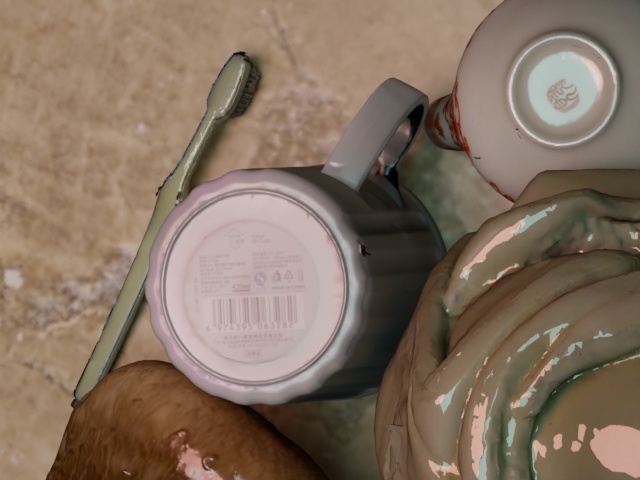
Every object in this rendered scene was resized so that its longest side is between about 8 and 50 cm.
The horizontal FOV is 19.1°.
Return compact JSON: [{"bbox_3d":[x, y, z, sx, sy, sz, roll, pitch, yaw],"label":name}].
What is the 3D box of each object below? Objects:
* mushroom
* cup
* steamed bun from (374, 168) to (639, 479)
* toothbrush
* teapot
[{"bbox_3d":[-0.080,0.211,1.291,0.278,0.146,0.278,22,130,29],"label":"mushroom"},{"bbox_3d":[-0.015,0.003,1.258,0.166,0.202,0.221,0,90,15],"label":"cup"},{"bbox_3d":[0.181,0.065,1.135,0.309,0.324,0.219,-2,90,9],"label":"steamed bun"},{"bbox_3d":[-0.117,-0.004,1.381,0.026,0.028,0.294,35,102,36],"label":"toothbrush"},{"bbox_3d":[0.181,-0.095,1.252,0.245,0.116,0.159,1,78,12],"label":"teapot"}]
